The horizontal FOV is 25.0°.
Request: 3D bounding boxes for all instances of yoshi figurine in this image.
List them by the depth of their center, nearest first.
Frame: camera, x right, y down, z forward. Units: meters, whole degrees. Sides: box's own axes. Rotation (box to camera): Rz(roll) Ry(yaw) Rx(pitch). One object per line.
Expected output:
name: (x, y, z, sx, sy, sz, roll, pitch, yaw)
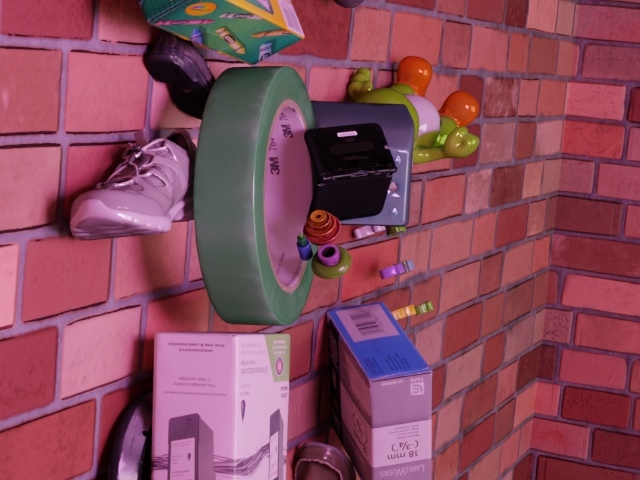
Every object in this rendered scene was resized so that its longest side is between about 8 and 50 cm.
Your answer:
yoshi figurine: (0.135, -0.194, 2.321, 0.362, 0.204, 0.203, -45, 122, -53)

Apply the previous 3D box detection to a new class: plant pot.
plant pot: (0.055, -0.097, 2.030, 0.234, 0.166, 0.165, -115, -153, -75)

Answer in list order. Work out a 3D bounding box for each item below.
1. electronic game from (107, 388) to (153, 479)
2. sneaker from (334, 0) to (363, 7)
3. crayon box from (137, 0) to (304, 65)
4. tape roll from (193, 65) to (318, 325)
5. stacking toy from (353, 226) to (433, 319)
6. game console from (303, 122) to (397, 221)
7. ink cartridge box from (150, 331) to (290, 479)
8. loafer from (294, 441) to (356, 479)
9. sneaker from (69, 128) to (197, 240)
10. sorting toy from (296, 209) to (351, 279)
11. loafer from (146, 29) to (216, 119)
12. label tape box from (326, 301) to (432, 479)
electronic game: (-0.208, 0.299, 1.796, 0.229, 0.048, 0.229, 1, 90, -73)
sneaker: (0.042, -0.460, 2.124, 0.106, 0.078, 0.234, 37, 59, -62)
crayon box: (-0.129, -0.309, 1.639, 0.278, 0.081, 0.165, 9, 58, -68)
tape roll: (-0.072, -0.055, 1.792, 0.321, 0.077, 0.321, 0, 90, -76)
stacking toy: (0.128, 0.052, 2.473, 0.221, 0.052, 0.167, -3, 73, -74)
game console: (0.030, -0.088, 1.874, 0.122, 0.071, 0.107, -9, 72, -35)
ink cartridge box: (-0.122, 0.250, 1.792, 0.198, 0.115, 0.272, 9, 82, -72)
loafer: (0.005, 0.429, 2.313, 0.087, 0.094, 0.251, -62, 151, -50)
sneaker: (-0.209, -0.067, 1.630, 0.281, 0.105, 0.115, -33, 116, -74)
sorting toy: (0.000, 0.000, 1.804, 0.042, 0.061, 0.102, 73, -1, -49)
loafer: (-0.152, -0.200, 1.748, 0.170, 0.062, 0.061, 58, 40, -60)
label tape box: (0.095, 0.302, 2.318, 0.240, 0.106, 0.333, -124, -152, -61)
